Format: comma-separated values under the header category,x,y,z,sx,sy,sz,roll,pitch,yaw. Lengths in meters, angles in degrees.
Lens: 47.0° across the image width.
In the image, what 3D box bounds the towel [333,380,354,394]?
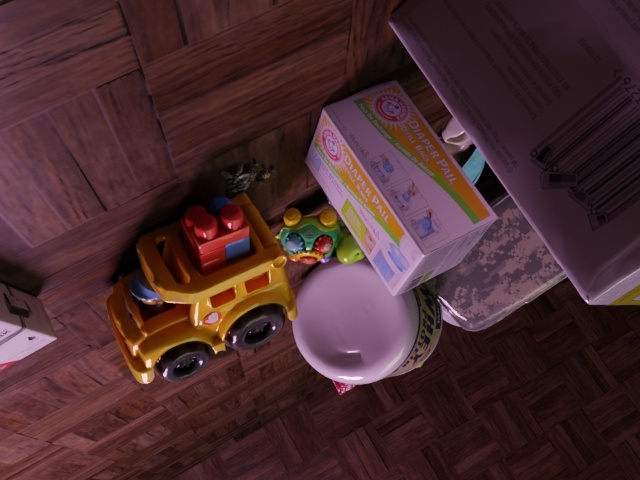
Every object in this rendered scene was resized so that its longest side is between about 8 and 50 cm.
category,x,y,z,sx,sy,sz,roll,pitch,yaw
towel,0.112,0.193,1.648,0.274,0.199,0.031,-36,144,13

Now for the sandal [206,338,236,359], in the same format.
category,x,y,z,sx,sy,sz,roll,pitch,yaw
sandal,-0.205,0.146,1.192,0.219,0.060,0.090,10,132,-45

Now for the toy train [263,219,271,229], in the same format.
category,x,y,z,sx,sy,sz,roll,pitch,yaw
toy train,-0.083,-0.015,1.000,0.023,0.017,0.083,-21,164,3

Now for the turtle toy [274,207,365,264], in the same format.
category,x,y,z,sx,sy,sz,roll,pitch,yaw
turtle toy,0.000,0.000,1.038,0.130,0.066,0.095,2,161,2

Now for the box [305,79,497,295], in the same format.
category,x,y,z,sx,sy,sz,roll,pitch,yaw
box,0.083,-0.061,0.832,0.103,0.203,0.114,-25,161,-23

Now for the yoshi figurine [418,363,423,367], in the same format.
category,x,y,z,sx,sy,sz,roll,pitch,yaw
yoshi figurine,0.164,0.230,1.859,0.202,0.204,0.362,-13,177,8

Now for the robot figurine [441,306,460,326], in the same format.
category,x,y,z,sx,sy,sz,roll,pitch,yaw
robot figurine,0.387,0.084,1.801,0.299,0.200,0.353,1,149,-26

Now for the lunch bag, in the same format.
category,x,y,z,sx,sy,sz,roll,pitch,yaw
lunch bag,0.342,0.000,1.459,0.305,0.212,0.256,-39,-171,21

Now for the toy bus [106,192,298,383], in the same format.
category,x,y,z,sx,sy,sz,roll,pitch,yaw
toy bus,-0.145,0.040,0.855,0.220,0.149,0.211,-24,149,-16

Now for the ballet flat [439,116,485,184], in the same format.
category,x,y,z,sx,sy,sz,roll,pitch,yaw
ballet flat,0.207,-0.145,1.062,0.087,0.083,0.247,0,154,-15

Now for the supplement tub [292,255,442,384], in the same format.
category,x,y,z,sx,sy,sz,roll,pitch,yaw
supplement tub,0.106,0.151,1.434,0.235,0.235,0.325,-36,163,14

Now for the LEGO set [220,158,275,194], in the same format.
category,x,y,z,sx,sy,sz,roll,pitch,yaw
LEGO set,-0.080,-0.069,0.835,0.083,0.023,0.054,-17,158,-41

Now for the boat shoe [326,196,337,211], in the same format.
category,x,y,z,sx,sy,sz,roll,pitch,yaw
boat shoe,0.085,-0.052,1.083,0.094,0.109,0.302,-50,170,4

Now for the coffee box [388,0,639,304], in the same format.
category,x,y,z,sx,sy,sz,roll,pitch,yaw
coffee box,0.345,-0.166,0.687,0.338,0.338,0.334,-42,152,29

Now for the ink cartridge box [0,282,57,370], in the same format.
category,x,y,z,sx,sy,sz,roll,pitch,yaw
ink cartridge box,-0.353,0.093,0.761,0.099,0.056,0.135,-30,164,-2
